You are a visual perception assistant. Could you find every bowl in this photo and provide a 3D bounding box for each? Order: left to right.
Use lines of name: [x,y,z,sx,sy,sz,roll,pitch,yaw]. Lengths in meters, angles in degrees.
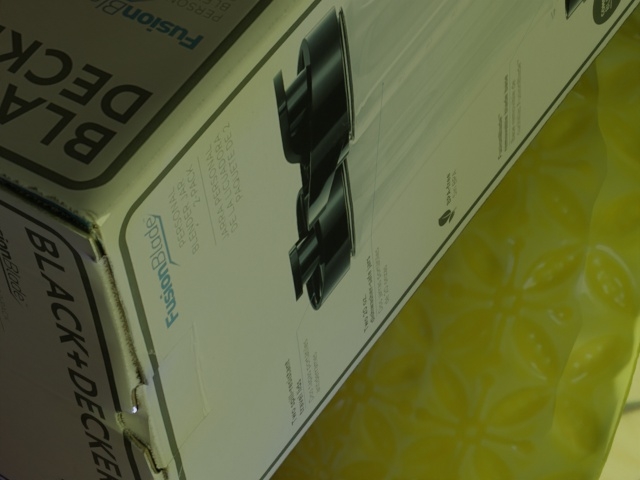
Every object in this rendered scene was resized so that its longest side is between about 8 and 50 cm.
bowl: [0.000,0.000,0.781,0.156,0.289,0.289,10,112,-15]

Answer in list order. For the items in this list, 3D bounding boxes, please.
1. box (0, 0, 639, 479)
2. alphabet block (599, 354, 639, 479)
box: [0.003,-0.067,0.567,0.290,0.087,0.169,-52,154,-27]
alphabet block: [0.133,0.079,0.988,0.197,0.193,0.192,26,90,-23]
